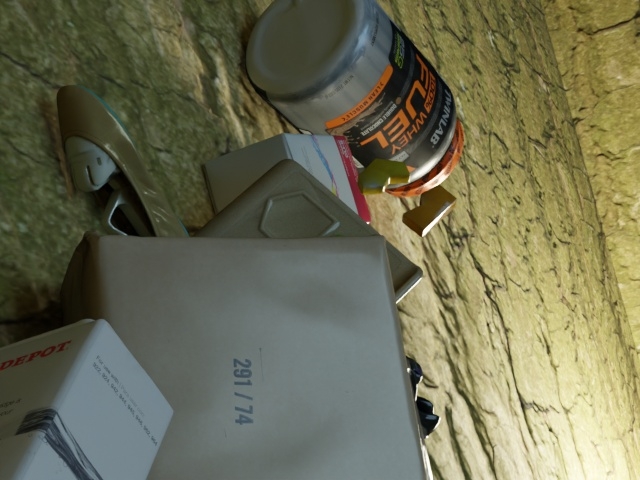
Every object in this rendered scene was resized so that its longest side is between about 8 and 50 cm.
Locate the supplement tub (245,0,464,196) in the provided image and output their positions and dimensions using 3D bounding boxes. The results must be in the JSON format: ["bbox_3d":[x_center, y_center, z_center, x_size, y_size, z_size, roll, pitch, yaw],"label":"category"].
[{"bbox_3d":[0.062,-0.210,1.744,0.338,0.207,0.207,38,42,-47],"label":"supplement tub"}]

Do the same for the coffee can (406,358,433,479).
[{"bbox_3d":[0.032,0.291,1.377,0.201,0.201,0.275,10,66,-61],"label":"coffee can"}]

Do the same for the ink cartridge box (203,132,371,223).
[{"bbox_3d":[-0.041,-0.058,1.538,0.176,0.128,0.127,-7,80,-64],"label":"ink cartridge box"}]

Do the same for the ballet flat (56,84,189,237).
[{"bbox_3d":[-0.215,-0.055,1.270,0.232,0.080,0.073,57,46,-24],"label":"ballet flat"}]

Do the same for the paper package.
[{"bbox_3d":[-0.073,0.165,1.142,0.309,0.168,0.325,0,70,-23],"label":"paper package"}]

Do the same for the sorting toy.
[{"bbox_3d":[0.000,0.000,1.366,0.307,0.229,0.041,-42,160,-22],"label":"sorting toy"}]

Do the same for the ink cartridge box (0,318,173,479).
[{"bbox_3d":[-0.250,0.204,0.893,0.115,0.198,0.273,57,30,-27],"label":"ink cartridge box"}]

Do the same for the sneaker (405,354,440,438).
[{"bbox_3d":[0.060,0.164,1.569,0.283,0.124,0.107,57,7,-32],"label":"sneaker"}]
